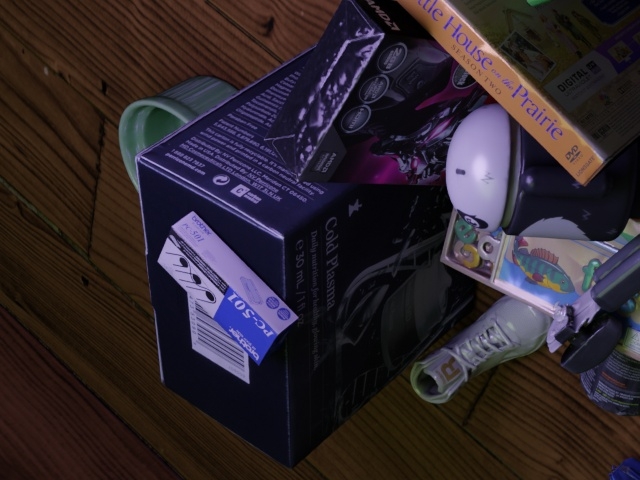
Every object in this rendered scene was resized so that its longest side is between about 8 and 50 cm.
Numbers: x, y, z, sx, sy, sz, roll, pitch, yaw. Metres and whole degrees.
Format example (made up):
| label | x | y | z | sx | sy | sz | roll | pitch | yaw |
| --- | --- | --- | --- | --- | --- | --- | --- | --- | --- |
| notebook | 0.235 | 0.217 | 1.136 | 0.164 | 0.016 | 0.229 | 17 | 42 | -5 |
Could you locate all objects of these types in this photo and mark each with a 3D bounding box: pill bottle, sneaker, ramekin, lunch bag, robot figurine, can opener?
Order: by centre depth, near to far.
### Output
| label | x | y | z | sx | sy | sz | roll | pitch | yaw |
| --- | --- | --- | --- | --- | --- | --- | --- | --- | --- |
| robot figurine | 0.299 | -0.084 | 1.734 | 0.278 | 0.173 | 0.209 | 4 | 149 | -2 |
| can opener | 0.400 | 0.065 | 1.810 | 0.093 | 0.074 | 0.280 | 32 | 127 | -10 |
| pill bottle | 0.466 | 0.134 | 1.981 | 0.130 | 0.130 | 0.246 | 35 | 141 | 24 |
| lunch bag | 0.513 | 0.402 | 2.224 | 0.098 | 0.067 | 0.065 | 39 | 143 | 21 |
| sneaker | 0.260 | 0.186 | 2.236 | 0.108 | 0.169 | 0.292 | 52 | 144 | 4 |
| ramekin | -0.213 | -0.153 | 2.500 | 0.303 | 0.148 | 0.303 | 30 | 140 | 29 |

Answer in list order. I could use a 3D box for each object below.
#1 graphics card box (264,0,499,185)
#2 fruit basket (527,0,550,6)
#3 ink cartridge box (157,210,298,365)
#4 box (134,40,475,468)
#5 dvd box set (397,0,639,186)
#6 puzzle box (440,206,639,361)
| label | x | y | z | sx | sy | sz | roll | pitch | yaw |
| --- | --- | --- | --- | --- | --- | --- | --- | --- | --- |
| graphics card box | 0.131 | -0.184 | 1.760 | 0.094 | 0.371 | 0.233 | 54 | 125 | 32 |
| fruit basket | 0.230 | -0.470 | 1.578 | 0.392 | 0.283 | 0.392 | 17 | 130 | 22 |
| ink cartridge box | -0.128 | 0.065 | 1.854 | 0.207 | 0.046 | 0.097 | 45 | 145 | 10 |
| box | 0.000 | 0.000 | 2.102 | 0.297 | 0.472 | 0.480 | 28 | 139 | 29 |
| dvd box set | 0.264 | -0.290 | 1.682 | 0.420 | 0.307 | 0.062 | 46 | 139 | 8 |
| puzzle box | 0.368 | -0.016 | 1.885 | 0.409 | 0.052 | 0.272 | 27 | 116 | 33 |
